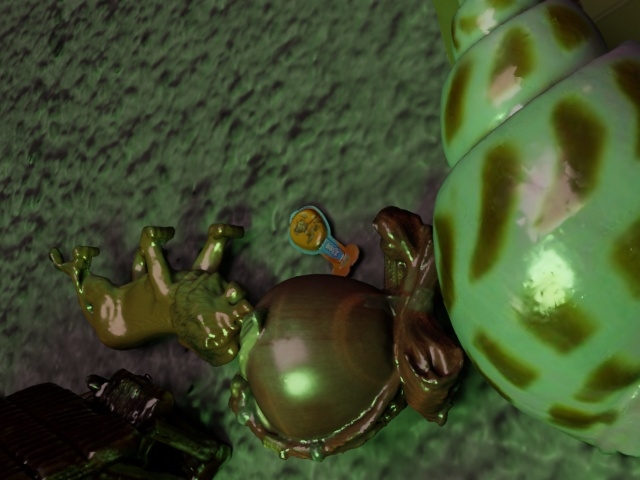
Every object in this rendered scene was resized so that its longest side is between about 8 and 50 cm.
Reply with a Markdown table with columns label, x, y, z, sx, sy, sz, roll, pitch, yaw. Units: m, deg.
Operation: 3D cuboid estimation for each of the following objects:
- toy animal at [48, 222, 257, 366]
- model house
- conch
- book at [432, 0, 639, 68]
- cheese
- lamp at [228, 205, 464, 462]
| label | x | y | z | sx | sy | sz | roll | pitch | yaw |
| --- | --- | --- | --- | --- | --- | --- | --- | --- | --- |
| toy animal | -0.177 | 0.066 | 1.131 | 0.312 | 0.097 | 0.158 | -12 | 73 | 41 |
| model house | -0.320 | 0.230 | 1.065 | 0.317 | 0.282 | 0.297 | 28 | 95 | 44 |
| conch | 0.176 | -0.033 | 0.772 | 0.249 | 0.197 | 0.368 | -34 | 50 | 50 |
| book | 0.255 | -0.243 | 0.883 | 0.352 | 0.035 | 0.239 | -31 | 54 | 31 |
| cheese | 0.001 | 0.000 | 1.040 | 0.111 | 0.017 | 0.047 | 39 | 105 | 43 |
| lamp | 0.025 | 0.088 | 0.913 | 0.223 | 0.151 | 0.215 | -4 | 65 | 4 |
